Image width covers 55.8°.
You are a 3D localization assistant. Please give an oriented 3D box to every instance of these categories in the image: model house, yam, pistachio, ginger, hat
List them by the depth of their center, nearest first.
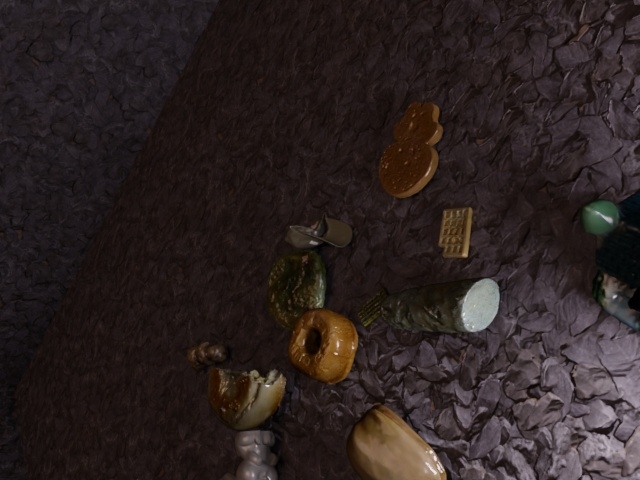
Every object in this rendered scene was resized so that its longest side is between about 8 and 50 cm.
[{"bbox_3d":[0.613,0.044,1.080,0.298,0.284,0.243,37,98,48],"label":"model house"},{"bbox_3d":[0.175,0.535,1.464,0.260,0.163,0.212,39,126,34],"label":"pistachio"},{"bbox_3d":[0.279,0.167,1.502,0.330,0.133,0.133,-10,68,48],"label":"yam"},{"bbox_3d":[0.000,0.000,1.902,0.173,0.166,0.144,45,135,22],"label":"hat"},{"bbox_3d":[-0.411,0.417,2.202,0.204,0.080,0.104,-26,71,42],"label":"ginger"}]

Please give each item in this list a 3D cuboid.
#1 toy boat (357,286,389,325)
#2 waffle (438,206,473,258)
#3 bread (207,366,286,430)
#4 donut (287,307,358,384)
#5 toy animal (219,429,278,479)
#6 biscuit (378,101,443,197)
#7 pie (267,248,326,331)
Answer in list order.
[{"bbox_3d":[0.153,0.189,1.718,0.115,0.016,0.063,-45,47,26],"label":"toy boat"},{"bbox_3d":[0.351,-0.020,1.581,0.092,0.021,0.135,-1,74,46],"label":"waffle"},{"bbox_3d":[-0.231,0.500,1.899,0.314,0.171,0.192,-12,66,45],"label":"bread"},{"bbox_3d":[0.006,0.305,1.763,0.227,0.114,0.226,-23,58,41],"label":"donut"},{"bbox_3d":[-0.213,0.677,1.847,0.178,0.127,0.193,-14,66,46],"label":"toy animal"},{"bbox_3d":[0.265,-0.262,1.752,0.202,0.044,0.288,8,80,48],"label":"biscuit"},{"bbox_3d":[-0.081,0.157,1.942,0.277,0.079,0.277,-22,59,43],"label":"pie"}]
